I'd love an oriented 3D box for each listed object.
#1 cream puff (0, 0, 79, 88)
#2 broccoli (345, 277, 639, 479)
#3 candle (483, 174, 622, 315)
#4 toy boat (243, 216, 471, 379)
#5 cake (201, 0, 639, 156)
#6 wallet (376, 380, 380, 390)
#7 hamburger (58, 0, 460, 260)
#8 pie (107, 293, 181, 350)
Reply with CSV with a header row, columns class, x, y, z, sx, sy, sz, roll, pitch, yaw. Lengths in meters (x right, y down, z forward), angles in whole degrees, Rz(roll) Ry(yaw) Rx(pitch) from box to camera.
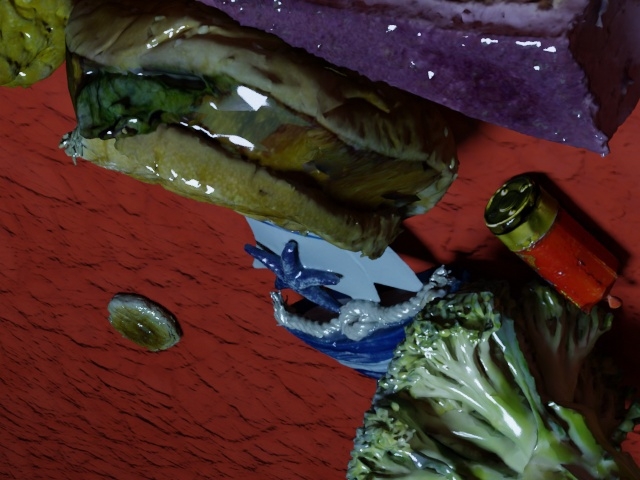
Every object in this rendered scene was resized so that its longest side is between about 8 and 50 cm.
class,x,y,z,sx,sy,sz,roll,pitch,yaw
cream puff,-0.257,-0.161,1.269,0.146,0.116,0.146,23,151,14
broccoli,0.164,0.180,1.214,0.252,0.221,0.361,18,-163,-17
candle,0.180,0.009,1.249,0.130,0.052,0.052,40,148,-24
toy boat,-0.008,0.016,1.399,0.291,0.070,0.210,34,145,-5
cake,0.064,-0.155,1.014,0.295,0.116,0.113,19,147,17
wallet,0.132,0.174,1.468,0.195,0.042,0.161,5,106,37
hamburger,-0.050,-0.082,1.167,0.265,0.134,0.285,16,-178,-42
pie,-0.174,0.082,1.670,0.084,0.020,0.084,20,150,12
